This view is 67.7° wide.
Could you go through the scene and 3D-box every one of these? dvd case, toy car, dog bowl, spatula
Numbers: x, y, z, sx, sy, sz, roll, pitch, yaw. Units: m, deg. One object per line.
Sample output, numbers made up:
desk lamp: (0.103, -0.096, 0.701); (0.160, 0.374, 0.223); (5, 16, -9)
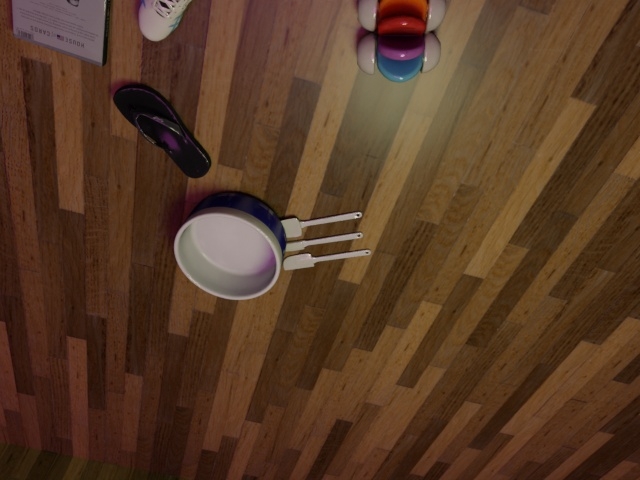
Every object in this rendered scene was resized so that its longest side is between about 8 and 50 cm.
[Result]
dvd case: (-0.493, -0.478, 0.909); (0.179, 0.030, 0.239); (17, 126, -9)
toy car: (0.147, -0.374, 0.873); (0.159, 0.136, 0.182); (1, 126, 3)
dog bowl: (-0.220, 0.018, 1.191); (0.264, 0.104, 0.265); (5, 126, 6)
spatula: (0.000, 0.000, 1.229); (0.241, 0.019, 0.168); (-9, 124, 10)

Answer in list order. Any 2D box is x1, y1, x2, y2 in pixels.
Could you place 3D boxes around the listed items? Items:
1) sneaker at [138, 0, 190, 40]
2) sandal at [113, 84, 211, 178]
sneaker: (-0.267, -0.463, 0.870); (0.085, 0.086, 0.237); (36, 122, -22)
sandal: (-0.343, -0.238, 1.056); (0.097, 0.055, 0.254); (-33, 118, 24)
